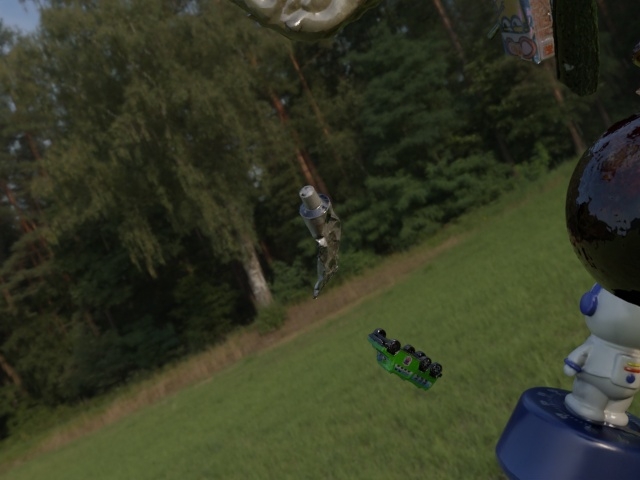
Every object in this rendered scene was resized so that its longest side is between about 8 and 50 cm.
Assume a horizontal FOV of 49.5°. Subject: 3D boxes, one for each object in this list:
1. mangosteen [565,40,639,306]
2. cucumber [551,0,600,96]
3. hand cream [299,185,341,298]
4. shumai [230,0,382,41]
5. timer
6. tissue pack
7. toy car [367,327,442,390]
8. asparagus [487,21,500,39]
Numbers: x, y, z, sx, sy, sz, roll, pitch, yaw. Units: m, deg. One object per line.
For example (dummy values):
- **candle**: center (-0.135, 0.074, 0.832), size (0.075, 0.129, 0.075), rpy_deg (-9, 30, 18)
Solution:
- **mangosteen**: center (0.427, -0.052, 0.767), size (0.297, 0.293, 0.297), rpy_deg (13, -20, 5)
- **cucumber**: center (0.416, -0.346, 1.129), size (0.074, 0.074, 0.241), rpy_deg (-26, -45, 0)
- **hand cream**: center (0.003, 0.001, 1.160), size (0.084, 0.050, 0.257), rpy_deg (-57, -26, -32)
- **shumai**: center (-0.002, -0.417, 0.954), size (0.267, 0.314, 0.262), rpy_deg (19, 7, 2)
- **timer**: center (0.469, 0.235, 1.137), size (0.270, 0.383, 0.270), rpy_deg (15, 8, -2)
- **tissue pack**: center (0.369, -0.408, 1.256), size (0.065, 0.155, 0.115), rpy_deg (-23, 27, -5)
- **toy car**: center (0.156, 0.228, 1.323), size (0.062, 0.165, 0.071), rpy_deg (-58, 30, -1)
- **asparagus**: center (0.390, -0.471, 1.436), size (0.127, 0.015, 0.018), rpy_deg (-53, -3, 30)
